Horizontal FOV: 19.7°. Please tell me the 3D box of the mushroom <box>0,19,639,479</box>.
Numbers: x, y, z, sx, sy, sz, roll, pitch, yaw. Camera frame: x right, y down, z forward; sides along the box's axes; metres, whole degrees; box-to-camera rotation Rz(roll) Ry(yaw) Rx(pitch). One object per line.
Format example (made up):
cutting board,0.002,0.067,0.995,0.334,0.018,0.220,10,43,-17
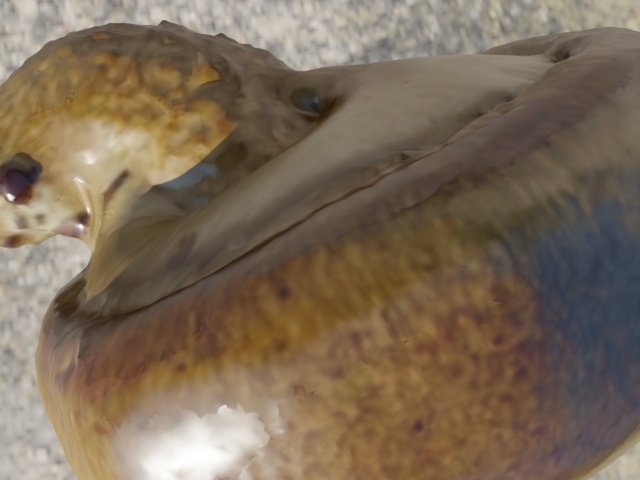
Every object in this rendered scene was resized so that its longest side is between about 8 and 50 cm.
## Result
mushroom,0.000,0.000,0.783,0.345,0.345,0.260,-28,99,15
